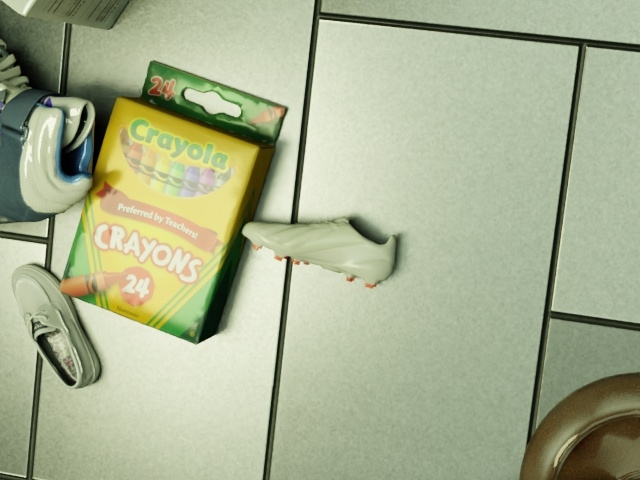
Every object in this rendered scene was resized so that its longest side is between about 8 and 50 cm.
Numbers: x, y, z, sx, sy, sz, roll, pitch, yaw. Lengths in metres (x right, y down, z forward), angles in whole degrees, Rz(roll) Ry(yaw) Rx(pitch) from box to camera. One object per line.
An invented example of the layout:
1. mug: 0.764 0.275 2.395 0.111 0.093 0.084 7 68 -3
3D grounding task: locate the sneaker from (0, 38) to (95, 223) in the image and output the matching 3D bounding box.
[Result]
1. sneaker: -0.379 -0.184 1.712 0.236 0.130 0.323 -13 88 29

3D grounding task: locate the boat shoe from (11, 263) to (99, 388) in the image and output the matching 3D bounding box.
1. boat shoe: -0.361 0.116 1.800 0.066 0.063 0.184 -25 90 14

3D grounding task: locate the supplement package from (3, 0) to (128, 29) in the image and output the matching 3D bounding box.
1. supplement package: -0.324 -0.397 1.639 0.199 0.262 0.198 38 102 7

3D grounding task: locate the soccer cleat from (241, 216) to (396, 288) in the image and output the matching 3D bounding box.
1. soccer cleat: 0.000 0.000 1.707 0.196 0.068 0.076 17 94 4

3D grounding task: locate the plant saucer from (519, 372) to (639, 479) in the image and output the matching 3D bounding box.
1. plant saucer: 0.395 0.318 1.651 0.310 0.050 0.311 1 97 12

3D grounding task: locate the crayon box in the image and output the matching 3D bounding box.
1. crayon box: -0.190 -0.051 1.736 0.202 0.081 0.318 19 99 11
